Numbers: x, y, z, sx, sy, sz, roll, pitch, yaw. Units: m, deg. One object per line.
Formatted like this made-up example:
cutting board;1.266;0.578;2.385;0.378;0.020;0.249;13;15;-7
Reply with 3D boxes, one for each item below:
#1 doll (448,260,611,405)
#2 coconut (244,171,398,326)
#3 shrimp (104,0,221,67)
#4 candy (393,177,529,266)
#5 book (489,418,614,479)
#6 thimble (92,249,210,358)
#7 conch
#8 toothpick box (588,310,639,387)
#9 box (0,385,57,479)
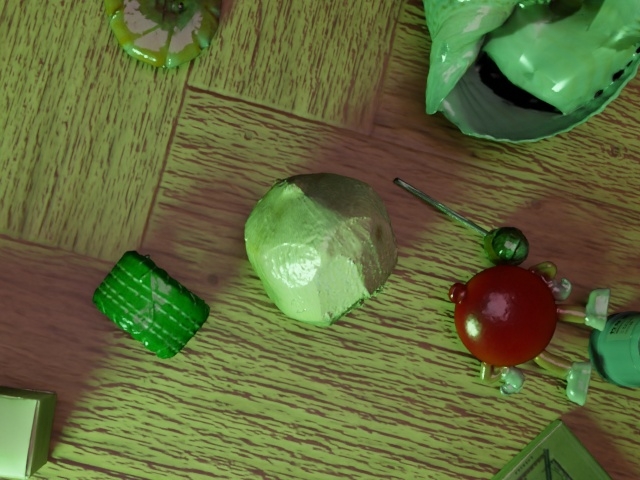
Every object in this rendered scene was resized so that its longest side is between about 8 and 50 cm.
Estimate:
doll;0.258;0.112;1.287;0.217;0.085;0.183;15;90;-9
coconut;-0.003;0.001;1.217;0.194;0.194;0.194;1;83;-8
shrimp;-0.212;-0.365;1.284;0.152;0.063;0.287;-11;90;-6
candy;0.184;-0.029;1.314;0.202;0.061;0.061;32;80;5
book;0.329;0.372;1.295;0.161;0.026;0.231;-41;90;-10
thimble;-0.208;0.076;1.212;0.130;0.118;0.090;35;83;25
conch;0.263;-0.293;1.275;0.303;0.215;0.319;31;112;2
toothpick box;0.419;0.138;1.270;0.101;0.153;0.101;1;83;-8
box;-0.422;0.208;1.138;0.212;0.168;0.095;8;81;-7
